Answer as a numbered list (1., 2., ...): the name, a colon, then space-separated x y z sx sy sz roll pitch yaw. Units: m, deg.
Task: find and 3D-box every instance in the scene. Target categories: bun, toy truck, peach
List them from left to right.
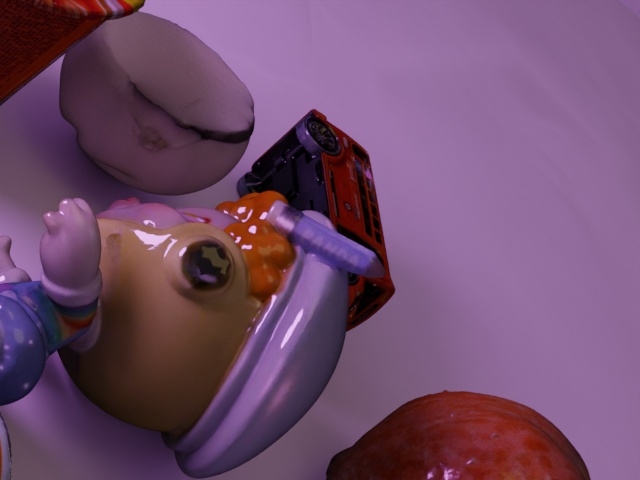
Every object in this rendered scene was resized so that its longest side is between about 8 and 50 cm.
1. bun: -0.149 -0.108 1.082 0.173 0.120 0.172 31 30 -21
2. toy truck: 0.000 0.000 1.183 0.114 0.107 0.252 30 35 -33
3. peach: 0.112 0.224 1.028 0.232 0.232 0.232 35 33 -27

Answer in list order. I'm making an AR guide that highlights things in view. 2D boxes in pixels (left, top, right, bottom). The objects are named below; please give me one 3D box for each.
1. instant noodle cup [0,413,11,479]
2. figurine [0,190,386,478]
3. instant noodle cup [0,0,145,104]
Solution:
1. instant noodle cup: -0.265 0.114 0.643 0.185 0.168 0.168 27 37 -49
2. figurine: -0.159 0.070 0.866 0.382 0.224 0.205 -3 79 -28
3. instant noodle cup: -0.278 -0.203 0.928 0.250 0.192 0.250 35 32 -26
